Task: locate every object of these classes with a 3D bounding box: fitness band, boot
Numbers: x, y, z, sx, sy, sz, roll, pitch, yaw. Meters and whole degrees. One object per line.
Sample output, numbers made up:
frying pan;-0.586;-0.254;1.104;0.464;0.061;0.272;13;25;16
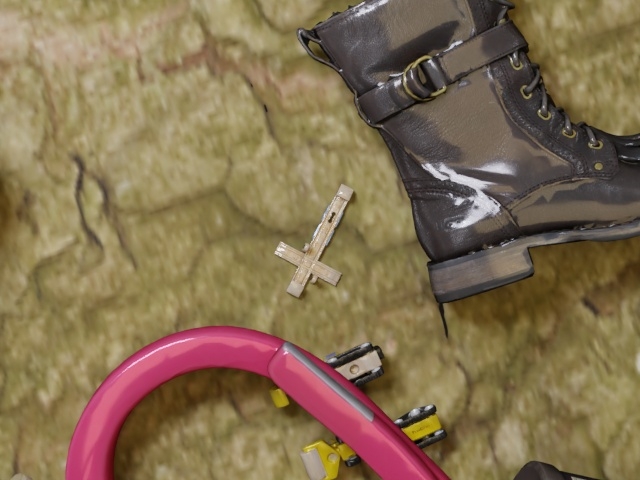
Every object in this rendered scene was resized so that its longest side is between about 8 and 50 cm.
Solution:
fitness band;-0.033;0.187;1.295;0.291;0.054;0.209;43;99;-2
boot;0.140;-0.099;1.312;0.263;0.091;0.229;-21;91;-3

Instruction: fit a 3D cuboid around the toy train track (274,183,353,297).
toy train track;0.000;0.000;1.336;0.048;0.014;0.083;27;86;-4

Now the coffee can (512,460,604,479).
coffee can;0.247;0.270;1.258;0.275;0.201;0.201;13;88;-5

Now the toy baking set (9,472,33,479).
toy baking set;-0.209;0.237;1.210;0.030;0.256;0.197;35;73;-31

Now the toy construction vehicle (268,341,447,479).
toy construction vehicle;0.024;0.115;1.330;0.098;0.035;0.086;-26;102;-2
